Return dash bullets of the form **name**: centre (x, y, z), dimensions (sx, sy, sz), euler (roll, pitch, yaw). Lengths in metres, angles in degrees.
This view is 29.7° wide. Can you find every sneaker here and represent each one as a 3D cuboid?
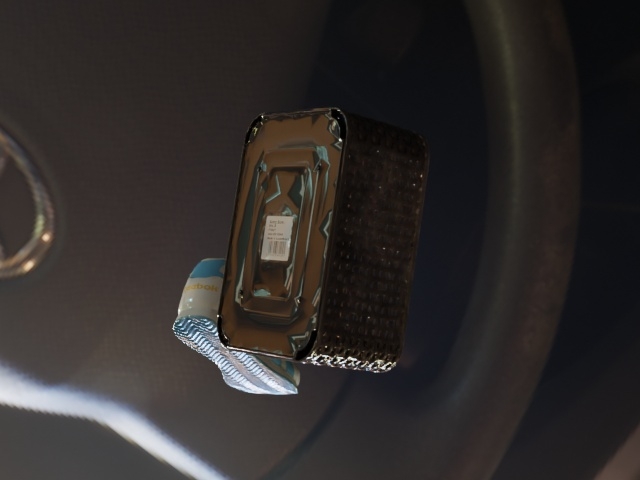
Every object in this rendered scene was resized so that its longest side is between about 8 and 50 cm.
- **sneaker**: centre (-0.081, 0.107, 1.366), dimensions (0.087, 0.092, 0.228), euler (-3, 147, 23)

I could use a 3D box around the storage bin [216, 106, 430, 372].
- **storage bin**: centre (0.000, 0.000, 0.886), dimensions (0.084, 0.180, 0.122), euler (13, 174, -39)
